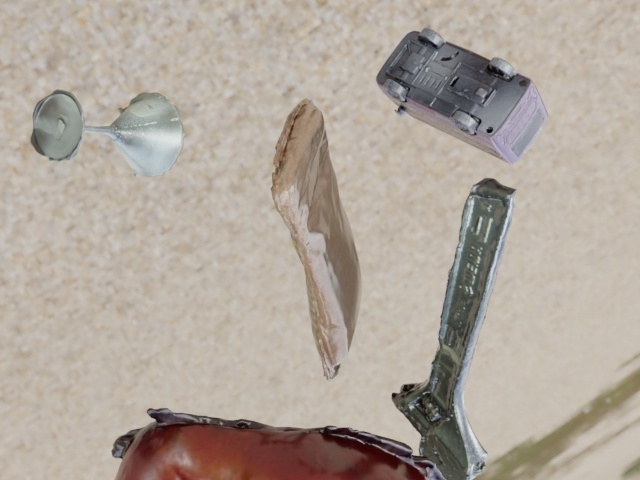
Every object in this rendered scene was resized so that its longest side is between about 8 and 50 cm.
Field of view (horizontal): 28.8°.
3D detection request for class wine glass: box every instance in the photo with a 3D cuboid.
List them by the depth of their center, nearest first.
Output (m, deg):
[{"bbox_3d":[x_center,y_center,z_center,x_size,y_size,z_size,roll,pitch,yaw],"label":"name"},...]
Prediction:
[{"bbox_3d":[-0.277,-0.140,1.618,0.122,0.122,0.183,-43,160,28],"label":"wine glass"}]

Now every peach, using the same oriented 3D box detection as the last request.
[{"bbox_3d":[-0.017,0.285,0.874,0.257,0.201,0.362,-6,139,17],"label":"peach"}]

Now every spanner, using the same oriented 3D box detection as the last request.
[{"bbox_3d":[0.103,0.078,0.919,0.026,0.093,0.325,-37,149,-33],"label":"spanner"}]

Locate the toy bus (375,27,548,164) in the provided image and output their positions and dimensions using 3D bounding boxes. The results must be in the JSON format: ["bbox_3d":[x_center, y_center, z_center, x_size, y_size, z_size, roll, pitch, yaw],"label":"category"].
[{"bbox_3d":[0.151,-0.154,1.352,0.087,0.178,0.098,-55,143,-5],"label":"toy bus"}]

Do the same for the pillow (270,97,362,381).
[{"bbox_3d":[0.001,-0.002,1.002,0.034,0.211,0.135,-2,-144,18],"label":"pillow"}]
